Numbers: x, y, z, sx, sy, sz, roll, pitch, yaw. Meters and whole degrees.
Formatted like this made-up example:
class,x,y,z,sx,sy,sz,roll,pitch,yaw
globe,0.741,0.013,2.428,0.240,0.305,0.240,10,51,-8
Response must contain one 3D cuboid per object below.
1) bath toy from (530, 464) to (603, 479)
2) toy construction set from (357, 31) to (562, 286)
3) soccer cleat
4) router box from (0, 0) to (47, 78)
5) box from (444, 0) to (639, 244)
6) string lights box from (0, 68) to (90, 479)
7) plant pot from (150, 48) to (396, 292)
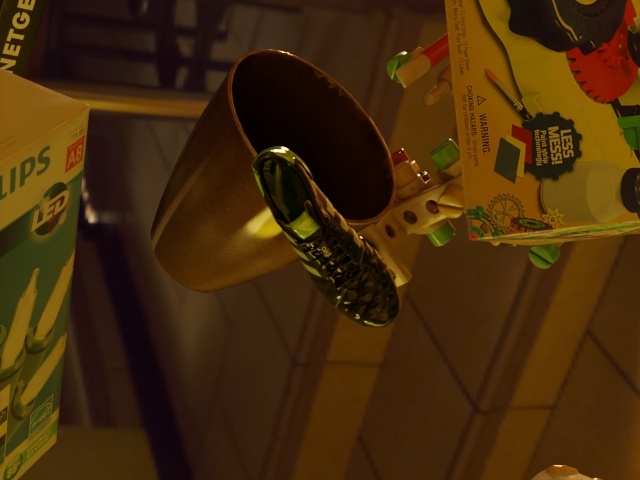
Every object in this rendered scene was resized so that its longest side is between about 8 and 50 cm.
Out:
class,x,y,z,sx,sy,sz,roll,pitch,yaw
bath toy,0.344,0.308,1.046,0.151,0.348,0.129,113,173,-55
toy construction set,0.127,-0.081,1.436,0.257,0.237,0.309,9,125,39
soccer cleat,0.000,0.000,0.941,0.179,0.060,0.072,54,-169,5
router box,-0.305,-0.232,1.071,0.133,0.046,0.179,42,117,41
box,0.242,-0.155,0.787,0.279,0.177,0.290,-8,86,23
string lights box,-0.210,0.045,0.657,0.133,0.076,0.260,-48,-23,-52
plant pot,-0.074,-0.046,1.223,0.230,0.215,0.215,-41,46,35
